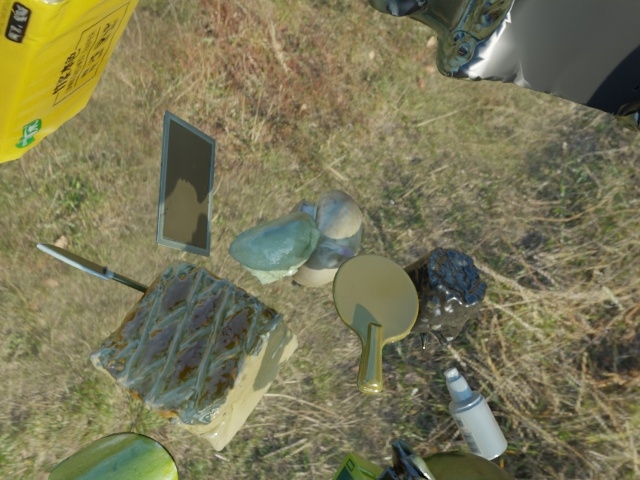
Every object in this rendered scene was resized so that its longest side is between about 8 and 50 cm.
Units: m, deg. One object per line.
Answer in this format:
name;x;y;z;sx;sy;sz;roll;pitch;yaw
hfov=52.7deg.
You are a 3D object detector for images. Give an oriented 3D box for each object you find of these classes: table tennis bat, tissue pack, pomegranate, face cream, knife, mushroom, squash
table tennis bat;0.113;0.166;1.354;0.198;0.050;0.320;18;55;-14
tissue pack;-0.382;-0.303;0.733;0.293;0.382;0.228;45;56;-11
pomegranate;0.188;0.394;0.897;0.242;0.306;0.242;-7;52;9
face cream;0.397;0.452;1.717;0.101;0.101;0.251;-27;91;-21
knife;-0.548;0.077;1.625;0.343;0.061;0.027;30;98;-33
mushroom;0.000;0.000;1.545;0.184;0.255;0.254;33;68;-20
squash;-0.498;0.601;1.637;0.309;0.210;0.233;-31;89;-2

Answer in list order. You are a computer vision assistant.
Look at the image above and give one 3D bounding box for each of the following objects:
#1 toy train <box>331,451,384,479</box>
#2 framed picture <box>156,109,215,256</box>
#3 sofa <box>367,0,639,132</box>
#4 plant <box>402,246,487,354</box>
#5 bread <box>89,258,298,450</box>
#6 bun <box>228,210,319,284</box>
toy train;0.037;0.621;1.228;0.150;0.237;0.369;34;89;-18
framed picture;-0.306;-0.120;1.471;0.019;0.232;0.296;-1;81;18
sofa;0.177;-0.221;0.494;0.258;0.200;0.182;4;31;-32
plant;0.263;0.149;1.590;0.188;0.276;0.199;3;55;-26
bread;-0.313;0.281;1.669;0.371;0.279;0.390;30;67;19
bun;-0.099;0.022;1.374;0.212;0.204;0.126;-30;99;-61
